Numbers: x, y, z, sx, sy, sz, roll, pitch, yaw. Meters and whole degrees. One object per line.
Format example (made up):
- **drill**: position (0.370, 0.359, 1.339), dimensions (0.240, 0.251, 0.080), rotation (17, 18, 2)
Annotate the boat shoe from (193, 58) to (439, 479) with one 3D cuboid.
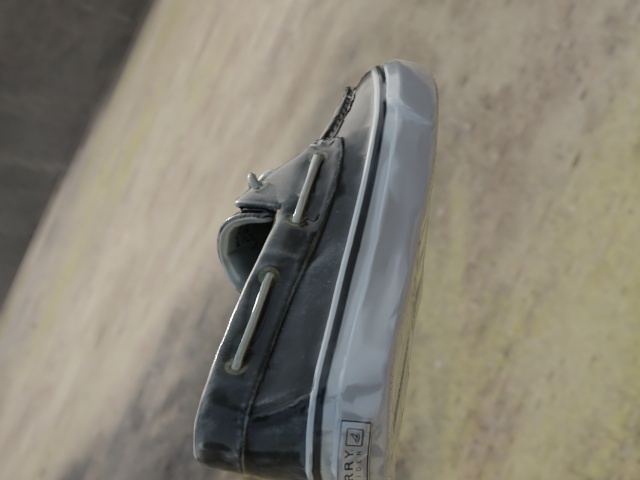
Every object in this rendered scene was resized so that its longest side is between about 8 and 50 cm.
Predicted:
- **boat shoe**: position (0.000, 0.000, 0.976), dimensions (0.335, 0.119, 0.121), rotation (-77, -8, -52)
